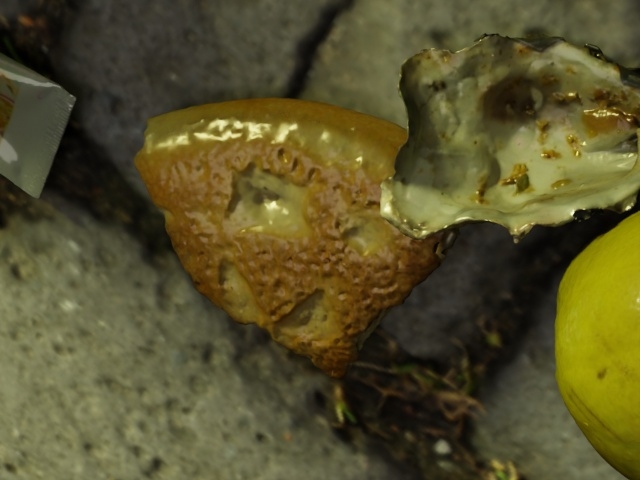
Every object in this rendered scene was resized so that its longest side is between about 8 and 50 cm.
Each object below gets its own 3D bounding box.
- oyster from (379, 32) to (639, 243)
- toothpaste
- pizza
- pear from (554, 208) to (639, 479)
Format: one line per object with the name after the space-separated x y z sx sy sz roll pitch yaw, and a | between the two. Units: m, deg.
0.105 -0.046 0.543 0.148 0.051 0.103 4 83 14 | oyster
-0.285 -0.136 0.675 0.314 0.056 0.058 32 168 3 | toothpaste
0.000 0.000 0.618 0.182 0.062 0.161 -2 108 19 | pizza
0.185 0.047 0.505 0.162 0.149 0.149 -13 110 35 | pear
